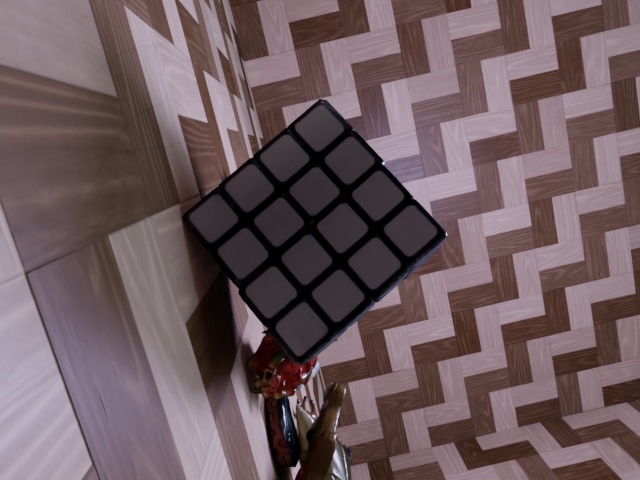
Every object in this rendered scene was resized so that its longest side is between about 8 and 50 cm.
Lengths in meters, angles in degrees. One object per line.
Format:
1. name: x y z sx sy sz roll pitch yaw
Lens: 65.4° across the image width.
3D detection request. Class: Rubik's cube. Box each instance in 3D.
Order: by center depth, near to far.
1. Rubik's cube: 0.000 0.000 0.991 0.337 0.344 0.344 48 -1 9

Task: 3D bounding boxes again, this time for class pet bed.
1. pet bed: -0.091 0.463 1.233 0.201 0.054 0.201 -13 90 -89

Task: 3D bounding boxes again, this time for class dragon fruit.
1. dragon fruit: -0.092 0.278 1.135 0.160 0.167 0.172 61 18 11

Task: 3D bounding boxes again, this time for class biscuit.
1. biscuit: -0.023 0.534 1.176 0.432 0.064 0.282 -65 173 -62

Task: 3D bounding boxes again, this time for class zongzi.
1. zongzi: -0.009 0.696 1.538 0.300 0.145 0.273 58 13 -22

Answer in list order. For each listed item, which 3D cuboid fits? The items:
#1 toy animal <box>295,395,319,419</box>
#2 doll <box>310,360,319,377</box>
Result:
1. toy animal: -0.046 0.619 1.766 0.229 0.067 0.224 -81 158 -77
2. doll: -0.068 0.425 1.841 0.110 0.107 0.180 -30 109 -69
